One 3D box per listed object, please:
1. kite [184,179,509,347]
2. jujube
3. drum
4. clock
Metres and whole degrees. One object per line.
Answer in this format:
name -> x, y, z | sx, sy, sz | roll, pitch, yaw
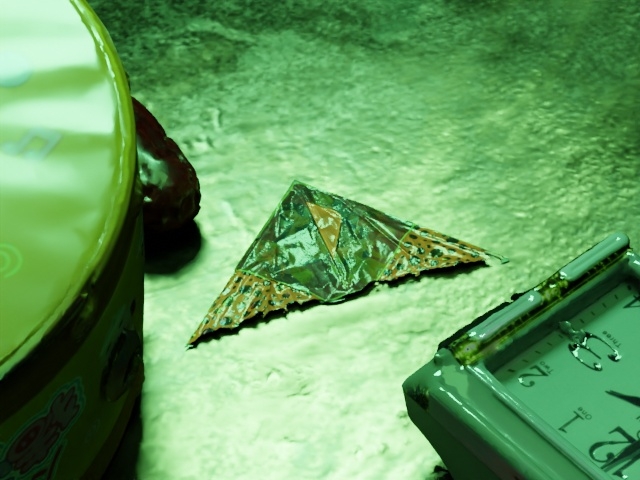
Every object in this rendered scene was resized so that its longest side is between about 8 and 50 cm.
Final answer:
kite -> 0.000, -0.001, 1.273 | 0.222, 0.008, 0.125 | -15, 44, -10
jujube -> -0.131, -0.054, 1.289 | 0.077, 0.077, 0.129 | -35, 58, -25
drum -> -0.305, 0.009, 1.103 | 0.431, 0.214, 0.431 | 2, 55, -3
clock -> 0.193, 0.117, 1.088 | 0.186, 0.083, 0.253 | -32, 51, -23
